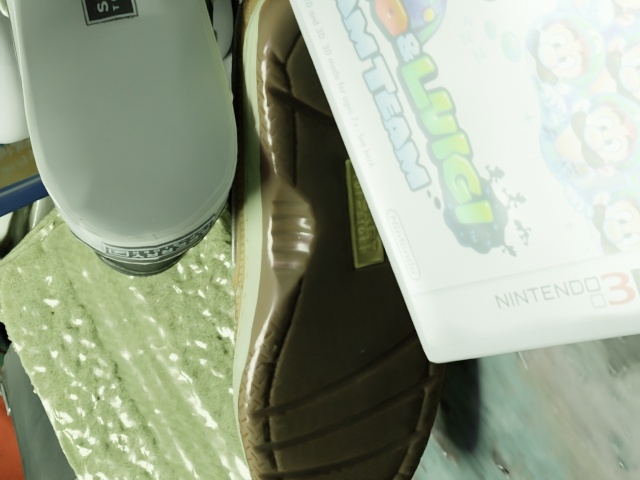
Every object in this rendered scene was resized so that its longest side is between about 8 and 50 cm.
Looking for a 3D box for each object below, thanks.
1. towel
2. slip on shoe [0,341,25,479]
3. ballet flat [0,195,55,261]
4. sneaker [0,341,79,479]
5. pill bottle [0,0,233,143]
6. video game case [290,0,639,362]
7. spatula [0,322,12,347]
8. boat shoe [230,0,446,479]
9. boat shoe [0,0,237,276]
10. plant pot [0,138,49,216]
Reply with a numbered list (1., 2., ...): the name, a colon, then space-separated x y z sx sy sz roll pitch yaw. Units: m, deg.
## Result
1. towel: -0.058 0.042 0.684 0.148 0.110 0.027 58 -162 16
2. slip on shoe: -0.159 0.177 0.929 0.101 0.123 0.331 -107 2 -57
3. ballet flat: -0.108 0.012 0.783 0.221 0.077 0.079 29 114 42
4. sneaker: -0.097 0.141 0.873 0.222 0.083 0.118 92 158 -44
5. pill bottle: -0.093 -0.071 0.617 0.065 0.116 0.065 43 145 39
6. video game case: 0.049 -0.050 0.444 0.143 0.019 0.157 -14 99 52
7. spatula: -0.184 0.055 0.998 0.296 0.030 0.084 -24 88 65
8. boat shoe: 0.000 0.000 0.574 0.072 0.068 0.190 -131 39 -59
9. boat shoe: -0.070 -0.097 0.560 0.070 0.078 0.219 118 146 -77
10. plant pot: -0.213 -0.102 0.698 0.212 0.236 0.236 18 127 50
